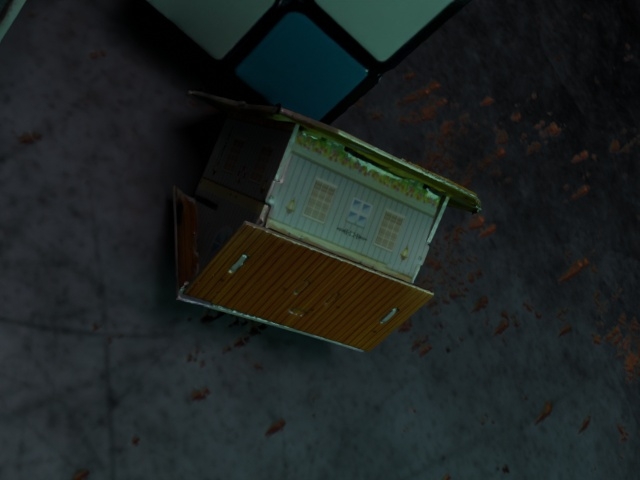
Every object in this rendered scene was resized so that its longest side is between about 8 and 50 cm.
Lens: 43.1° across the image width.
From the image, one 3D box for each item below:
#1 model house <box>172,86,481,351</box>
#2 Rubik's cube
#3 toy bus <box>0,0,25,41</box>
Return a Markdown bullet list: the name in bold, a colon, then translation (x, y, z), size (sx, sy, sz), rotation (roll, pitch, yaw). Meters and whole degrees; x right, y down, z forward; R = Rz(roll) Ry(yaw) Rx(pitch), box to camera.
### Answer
- **model house**: translation (0.000, 0.000, 0.570), size (0.219, 0.207, 0.136), rotation (23, 90, -34)
- **Rubik's cube**: translation (-0.003, -0.218, 0.596), size (0.183, 0.167, 0.180), rotation (38, 36, -17)
- **toy bus**: translation (-0.185, -0.283, 0.524), size (0.097, 0.138, 0.342), rotation (27, 54, -30)
